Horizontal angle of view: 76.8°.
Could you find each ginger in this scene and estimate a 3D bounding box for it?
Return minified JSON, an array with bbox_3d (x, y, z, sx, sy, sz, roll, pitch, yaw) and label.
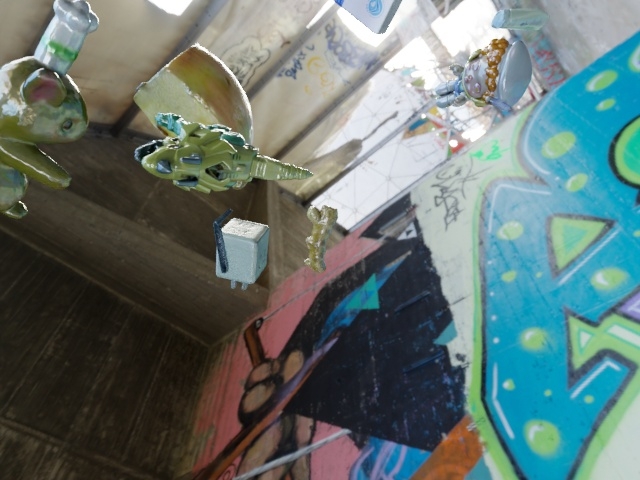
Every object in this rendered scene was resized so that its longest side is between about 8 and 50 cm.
[{"bbox_3d":[0.001,0.002,1.507,0.118,0.298,0.065,-1,-149,-11],"label":"ginger"}]

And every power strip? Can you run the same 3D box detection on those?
[{"bbox_3d":[-0.263,0.060,1.361,0.139,0.224,0.140,11,-153,6],"label":"power strip"}]

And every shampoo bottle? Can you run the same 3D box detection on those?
[{"bbox_3d":[0.658,-0.725,1.329,0.213,0.072,0.049,-14,-105,-23],"label":"shampoo bottle"}]

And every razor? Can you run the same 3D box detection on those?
[{"bbox_3d":[-0.247,0.008,1.013,0.033,0.190,0.066,18,-140,13],"label":"razor"}]

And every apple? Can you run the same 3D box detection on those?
[{"bbox_3d":[-0.291,-0.307,1.035,0.309,0.252,0.314,49,-171,-27],"label":"apple"}]

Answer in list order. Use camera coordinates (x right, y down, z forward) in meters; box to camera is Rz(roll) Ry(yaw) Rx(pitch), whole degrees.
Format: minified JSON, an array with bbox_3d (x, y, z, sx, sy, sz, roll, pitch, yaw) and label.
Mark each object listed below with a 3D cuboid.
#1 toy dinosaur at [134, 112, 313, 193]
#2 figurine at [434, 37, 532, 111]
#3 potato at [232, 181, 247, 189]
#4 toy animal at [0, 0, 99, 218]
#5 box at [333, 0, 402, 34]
[{"bbox_3d":[-0.133,-0.117,0.578,0.259,0.094,0.153,-2,-149,-39],"label":"toy dinosaur"},{"bbox_3d":[0.570,-0.578,1.432,0.205,0.224,0.382,-5,-160,-24],"label":"figurine"},{"bbox_3d":[-0.308,-0.232,1.586,0.046,0.092,0.045,49,-172,-2],"label":"potato"},{"bbox_3d":[-0.453,-0.189,0.640,0.180,0.363,0.181,45,-158,-57],"label":"toy animal"},{"bbox_3d":[0.158,-0.717,0.978,0.200,0.343,0.065,44,-133,10],"label":"box"}]
